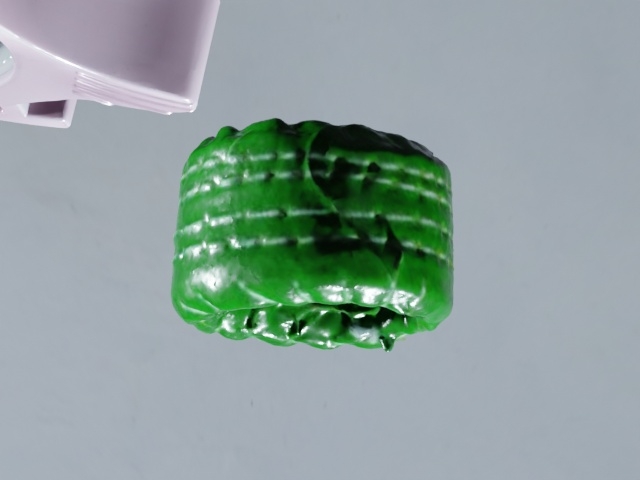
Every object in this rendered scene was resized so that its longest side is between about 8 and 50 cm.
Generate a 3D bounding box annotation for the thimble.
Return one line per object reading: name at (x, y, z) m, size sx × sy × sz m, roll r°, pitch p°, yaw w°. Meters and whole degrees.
thimble at (0.000, 0.000, 0.810) m, size 0.130 × 0.118 × 0.090 m, roll 14°, pitch 70°, yaw -39°

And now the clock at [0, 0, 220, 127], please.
clock at (-0.202, -0.150, 1.050) m, size 0.290 × 0.275 × 0.080 m, roll 13°, pitch 72°, yaw -13°
